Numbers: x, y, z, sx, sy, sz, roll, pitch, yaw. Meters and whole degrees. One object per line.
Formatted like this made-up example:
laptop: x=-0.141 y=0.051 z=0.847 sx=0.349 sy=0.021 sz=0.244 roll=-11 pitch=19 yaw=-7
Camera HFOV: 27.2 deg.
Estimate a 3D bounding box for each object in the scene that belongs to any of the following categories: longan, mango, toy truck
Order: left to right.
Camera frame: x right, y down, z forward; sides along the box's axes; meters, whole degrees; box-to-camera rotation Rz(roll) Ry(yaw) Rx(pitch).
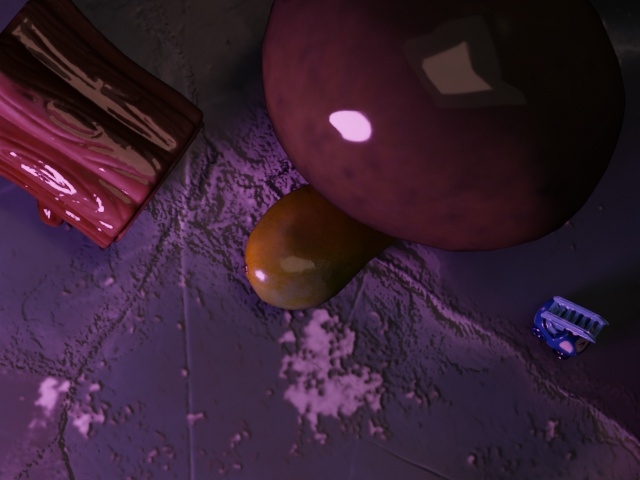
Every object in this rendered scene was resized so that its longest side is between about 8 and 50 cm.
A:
mango: x=-0.004 y=-0.001 z=1.482 sx=0.122 sy=0.085 sz=0.191 roll=46 pitch=63 yaw=7
longan: x=0.128 y=-0.164 z=1.391 sx=0.404 sy=0.404 sz=0.336 roll=25 pitch=94 yaw=-9
toy truck: x=0.291 y=0.098 z=1.530 sx=0.073 sy=0.090 sz=0.056 roll=41 pitch=75 yaw=-5

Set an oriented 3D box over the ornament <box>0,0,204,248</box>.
ornament: x=-0.259 y=-0.117 z=1.382 sx=0.217 sy=0.235 sz=0.221 roll=37 pitch=99 yaw=-9
